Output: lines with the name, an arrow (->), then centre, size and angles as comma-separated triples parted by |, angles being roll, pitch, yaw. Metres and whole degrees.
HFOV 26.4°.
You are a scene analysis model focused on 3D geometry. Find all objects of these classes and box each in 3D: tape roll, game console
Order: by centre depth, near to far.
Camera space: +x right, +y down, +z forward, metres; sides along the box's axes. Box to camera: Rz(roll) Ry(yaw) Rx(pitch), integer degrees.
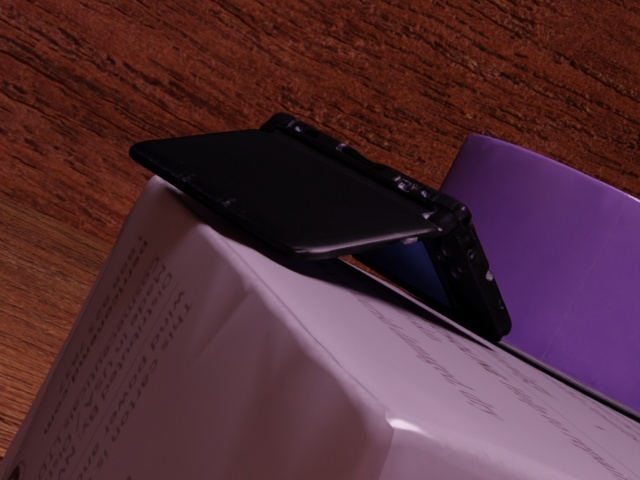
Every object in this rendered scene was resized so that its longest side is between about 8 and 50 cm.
game console -> 0.000, 0.000, 0.534 | 0.122, 0.071, 0.107 | 32, -24, 47
tape roll -> 0.135, 0.027, 0.646 | 0.189, 0.080, 0.189 | 29, 2, -1

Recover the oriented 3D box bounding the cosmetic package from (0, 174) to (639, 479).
cosmetic package -> 0.058, 0.224, 0.521 | 0.394, 0.329, 0.327 | 27, 3, -20
